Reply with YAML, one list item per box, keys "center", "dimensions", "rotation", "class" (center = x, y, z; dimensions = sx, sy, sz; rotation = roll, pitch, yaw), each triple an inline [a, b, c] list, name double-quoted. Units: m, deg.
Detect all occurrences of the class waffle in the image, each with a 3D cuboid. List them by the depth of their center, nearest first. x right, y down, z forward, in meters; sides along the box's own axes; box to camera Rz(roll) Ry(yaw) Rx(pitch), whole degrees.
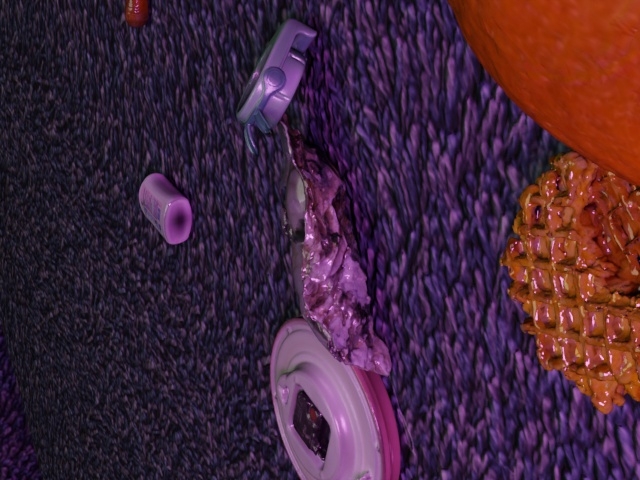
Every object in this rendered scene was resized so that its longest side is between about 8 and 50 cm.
- center: [0.210, 0.025, 0.942]
  dimensions: [0.193, 0.070, 0.197]
  rotation: [46, 141, 45]
  class: "waffle"

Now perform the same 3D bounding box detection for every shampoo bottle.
- center: [-0.215, -0.048, 1.741]
  dimensions: [0.099, 0.043, 0.072]
  rotation: [43, 139, 47]
  class: "shampoo bottle"

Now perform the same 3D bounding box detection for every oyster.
- center: [-0.003, 0.001, 1.316]
  dimensions: [0.199, 0.087, 0.252]
  rotation: [92, 157, -48]
  class: "oyster"

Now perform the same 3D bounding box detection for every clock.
- center: [-0.051, -0.155, 1.301]
  dimensions: [0.101, 0.041, 0.135]
  rotation: [-44, 23, 59]
  class: "clock"
- center: [0.008, 0.203, 1.431]
  dimensions: [0.244, 0.056, 0.244]
  rotation: [38, 135, 51]
  class: "clock"

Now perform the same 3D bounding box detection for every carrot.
- center: [-0.241, -0.324, 1.668]
  dimensions: [0.032, 0.032, 0.093]
  rotation: [44, 135, 46]
  class: "carrot"

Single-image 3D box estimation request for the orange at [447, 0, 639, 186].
- center: [0.199, -0.191, 0.605]
  dimensions: [0.322, 0.322, 0.357]
  rotation: [108, 148, -47]
  class: "orange"
